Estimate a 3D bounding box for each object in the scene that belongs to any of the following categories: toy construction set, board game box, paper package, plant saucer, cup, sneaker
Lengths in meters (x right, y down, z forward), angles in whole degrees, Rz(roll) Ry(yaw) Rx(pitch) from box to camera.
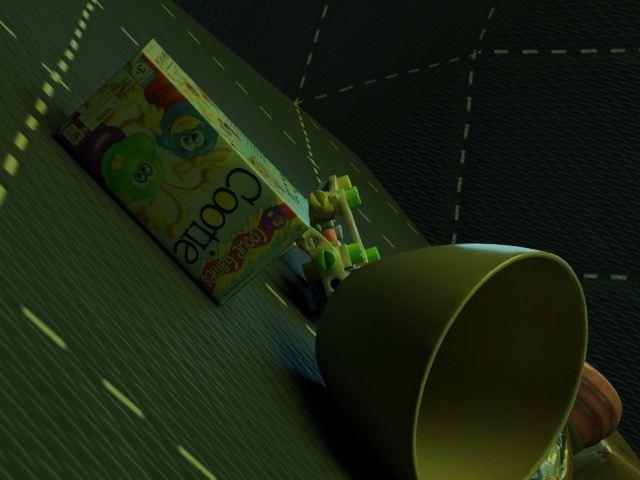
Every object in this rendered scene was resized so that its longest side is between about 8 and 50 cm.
[{"bbox_3d":[0.000,0.000,1.966,0.327,0.151,0.215,-1,74,-69],"label":"toy construction set"},{"bbox_3d":[-0.156,-0.082,1.568,0.275,0.142,0.144,46,8,-11],"label":"board game box"},{"bbox_3d":[0.456,0.380,2.515,0.325,0.168,0.309,39,14,-52],"label":"paper package"},{"bbox_3d":[0.326,0.260,2.210,0.332,0.084,0.332,21,-28,12],"label":"plant saucer"},{"bbox_3d":[0.134,0.141,1.631,0.237,0.331,0.331,21,-12,41],"label":"cup"},{"bbox_3d":[0.304,0.381,2.015,0.296,0.131,0.112,-61,140,-61],"label":"sneaker"}]
